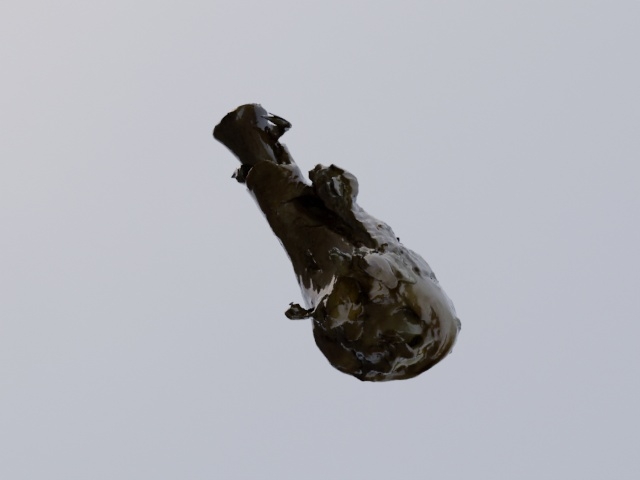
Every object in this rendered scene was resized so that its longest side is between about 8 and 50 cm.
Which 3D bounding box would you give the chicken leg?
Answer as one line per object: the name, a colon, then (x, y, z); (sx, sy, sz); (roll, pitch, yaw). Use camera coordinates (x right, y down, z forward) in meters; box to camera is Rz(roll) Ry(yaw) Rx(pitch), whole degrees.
chicken leg: (0.000, 0.001, 1.214); (0.085, 0.101, 0.207); (-43, -103, 23)
